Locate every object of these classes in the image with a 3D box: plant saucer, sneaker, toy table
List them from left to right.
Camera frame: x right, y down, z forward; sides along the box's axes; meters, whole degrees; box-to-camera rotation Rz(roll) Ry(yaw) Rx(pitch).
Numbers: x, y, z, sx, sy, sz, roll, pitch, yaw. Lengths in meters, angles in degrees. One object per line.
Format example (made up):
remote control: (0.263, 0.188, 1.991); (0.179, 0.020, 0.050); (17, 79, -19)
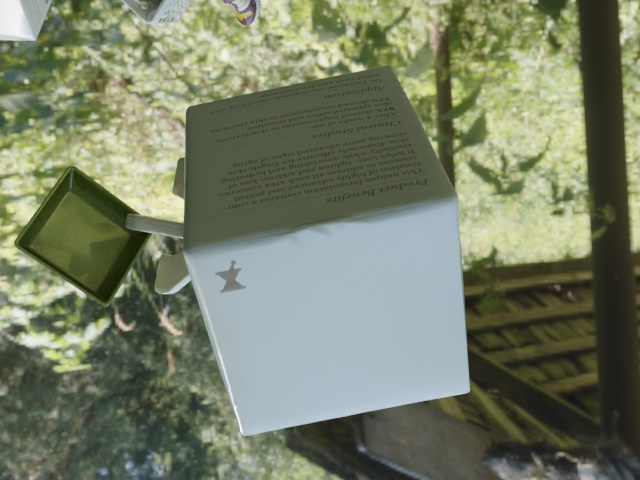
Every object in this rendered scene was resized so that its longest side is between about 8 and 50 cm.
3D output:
plant saucer: (-0.412, -0.004, 1.466); (0.188, 0.188, 0.045); (38, 144, -20)
toy table: (-0.212, -0.010, 1.518); (0.161, 0.274, 0.252); (12, 172, 27)
sneaker: (-0.159, -0.450, 1.520); (0.084, 0.069, 0.185); (-36, 159, -19)

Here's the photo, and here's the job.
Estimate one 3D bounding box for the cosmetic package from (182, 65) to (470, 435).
cosmetic package: (0.000, 0.000, 1.198); (0.330, 0.327, 0.393); (-11, -145, 0)

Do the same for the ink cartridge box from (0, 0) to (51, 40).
ink cartridge box: (-0.543, -0.522, 1.472); (0.117, 0.283, 0.207); (3, 146, 4)

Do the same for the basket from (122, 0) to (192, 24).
basket: (-0.300, -0.514, 1.632); (0.167, 0.113, 0.103); (-50, 171, 22)
